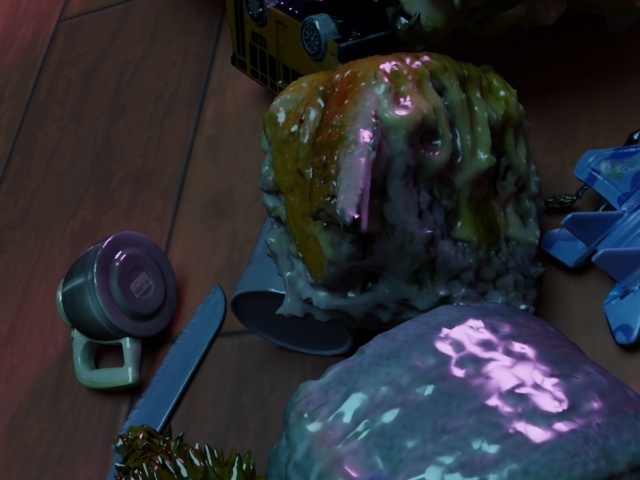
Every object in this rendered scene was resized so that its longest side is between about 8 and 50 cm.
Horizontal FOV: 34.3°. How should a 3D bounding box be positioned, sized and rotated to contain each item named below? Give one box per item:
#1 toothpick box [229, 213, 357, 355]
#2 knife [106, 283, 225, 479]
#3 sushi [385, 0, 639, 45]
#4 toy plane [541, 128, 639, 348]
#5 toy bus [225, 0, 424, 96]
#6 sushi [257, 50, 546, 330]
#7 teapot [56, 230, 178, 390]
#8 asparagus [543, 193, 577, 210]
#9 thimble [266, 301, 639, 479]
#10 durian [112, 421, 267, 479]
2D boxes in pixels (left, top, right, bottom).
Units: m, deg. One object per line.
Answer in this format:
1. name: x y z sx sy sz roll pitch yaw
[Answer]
1. toothpick box: 0.000 0.000 0.815 0.101 0.101 0.153 2 57 31
2. knife: -0.149 0.164 0.833 0.044 0.019 0.313 8 58 37
3. sushi: 0.184 -0.304 0.810 0.285 0.328 0.328 48 123 34
4. toy plane: 0.269 -0.044 0.704 0.246 0.078 0.169 -38 45 7
5. toy bus: 0.000 -0.177 0.945 0.098 0.114 0.201 -21 39 -28
6. sushi: 0.055 -0.026 0.699 0.139 0.274 0.184 -12 79 40
7. teapot: -0.187 0.059 0.887 0.090 0.092 0.124 -20 39 38
8. asparagus: 0.148 -0.031 0.813 0.114 0.015 0.014 4 56 33
9. thimble: 0.082 0.140 0.569 0.143 0.235 0.198 48 120 44
10. durian: -0.088 0.242 0.664 0.172 0.166 0.306 -3 53 -10
